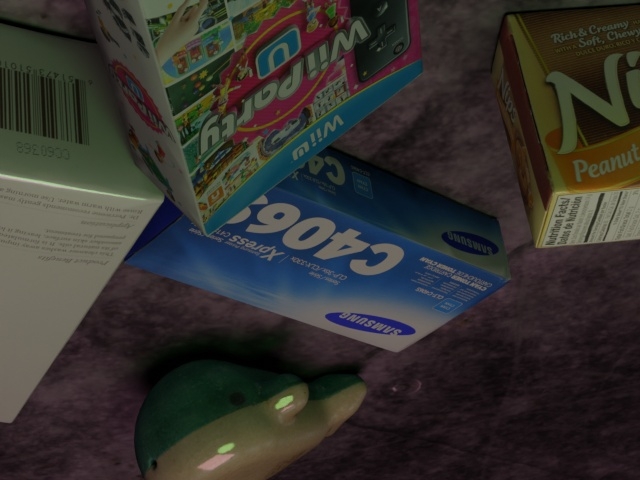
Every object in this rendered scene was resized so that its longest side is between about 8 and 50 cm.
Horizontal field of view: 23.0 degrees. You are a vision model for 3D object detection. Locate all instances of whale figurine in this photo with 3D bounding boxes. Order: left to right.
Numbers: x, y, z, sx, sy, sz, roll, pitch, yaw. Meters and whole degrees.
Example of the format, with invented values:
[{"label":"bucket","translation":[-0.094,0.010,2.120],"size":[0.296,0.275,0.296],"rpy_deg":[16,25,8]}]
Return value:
[{"label":"whale figurine","translation":[-0.081,0.188,1.713],"size":[0.272,0.141,0.216],"rpy_deg":[-17,157,-38]}]

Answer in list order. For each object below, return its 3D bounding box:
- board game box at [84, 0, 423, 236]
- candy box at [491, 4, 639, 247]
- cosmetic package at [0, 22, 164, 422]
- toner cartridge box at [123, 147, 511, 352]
[{"label":"board game box","translation":[-0.043,-0.172,1.071],"size":[0.224,0.097,0.303],"rpy_deg":[-38,153,-16]},{"label":"candy box","translation":[0.314,-0.102,1.283],"size":[0.316,0.183,0.087],"rpy_deg":[-5,146,-6]},{"label":"cosmetic package","translation":[-0.300,-0.004,1.310],"size":[0.217,0.156,0.385],"rpy_deg":[11,143,-28]},{"label":"toner cartridge box","translation":[0.000,0.000,1.462],"size":[0.347,0.075,0.165],"rpy_deg":[20,138,-38]}]
